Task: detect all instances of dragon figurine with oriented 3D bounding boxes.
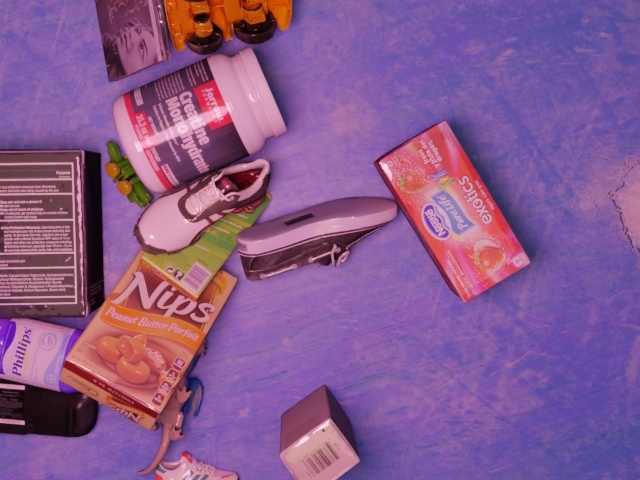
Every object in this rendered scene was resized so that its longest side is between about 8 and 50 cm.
[{"bbox_3d":[-0.270,0.297,1.813,0.085,0.144,0.289,13,108,5],"label":"dragon figurine"}]

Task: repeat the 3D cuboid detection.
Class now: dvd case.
[{"bbox_3d":[-0.338,-0.382,1.726,0.018,0.221,0.164,-12,94,-38],"label":"dvd case"}]

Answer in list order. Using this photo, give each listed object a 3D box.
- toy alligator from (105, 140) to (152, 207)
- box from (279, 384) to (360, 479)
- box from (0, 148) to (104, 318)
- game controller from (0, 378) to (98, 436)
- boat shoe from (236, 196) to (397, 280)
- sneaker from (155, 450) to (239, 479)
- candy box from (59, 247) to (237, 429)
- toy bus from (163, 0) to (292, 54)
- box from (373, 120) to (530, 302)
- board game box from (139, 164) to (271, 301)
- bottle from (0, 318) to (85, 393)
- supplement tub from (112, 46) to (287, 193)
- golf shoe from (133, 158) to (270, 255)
[{"bbox_3d":[-0.352,-0.097,1.813,0.051,0.056,0.189,-30,96,43],"label":"toy alligator"},{"bbox_3d":[-0.005,0.350,1.730,0.113,0.275,0.094,-36,94,2],"label":"box"},{"bbox_3d":[-0.550,-0.016,1.745,0.296,0.183,0.294,0,95,-2],"label":"box"},{"bbox_3d":[-0.576,0.283,1.824,0.319,0.067,0.166,5,109,3],"label":"game controller"},{"bbox_3d":[0.001,0.002,1.787,0.306,0.113,0.105,-18,115,-18],"label":"boat shoe"},{"bbox_3d":[-0.237,0.440,1.841,0.161,0.057,0.075,-3,99,2],"label":"sneaker"},{"bbox_3d":[-0.298,0.153,1.718,0.183,0.087,0.316,30,51,-3],"label":"candy box"},{"bbox_3d":[-0.183,-0.460,1.733,0.220,0.149,0.211,-16,54,-10],"label":"toy bus"},{"bbox_3d":[0.235,-0.054,1.774,0.142,0.154,0.300,-32,95,1],"label":"box"},{"bbox_3d":[-0.205,-0.022,1.773,0.124,0.039,0.259,37,62,-3],"label":"board game box"},{"bbox_3d":[-0.548,0.193,1.744,0.283,0.092,0.118,12,84,5],"label":"bottle"},{"bbox_3d":[-0.215,-0.217,1.735,0.272,0.191,0.191,-24,94,1],"label":"supplement tub"},{"bbox_3d":[-0.207,-0.073,1.710,0.273,0.120,0.105,-32,82,-28],"label":"golf shoe"}]
